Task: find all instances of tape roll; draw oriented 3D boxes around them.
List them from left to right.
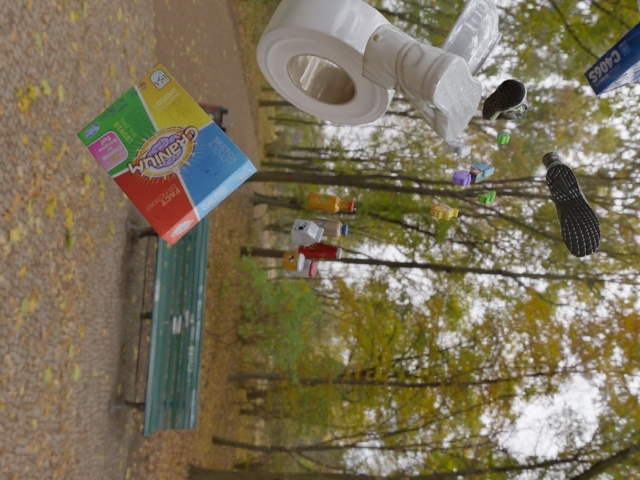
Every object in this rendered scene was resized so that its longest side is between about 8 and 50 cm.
[{"bbox_3d":[0.020,-0.352,1.072,0.286,0.286,0.100,104,8,-72],"label":"tape roll"}]

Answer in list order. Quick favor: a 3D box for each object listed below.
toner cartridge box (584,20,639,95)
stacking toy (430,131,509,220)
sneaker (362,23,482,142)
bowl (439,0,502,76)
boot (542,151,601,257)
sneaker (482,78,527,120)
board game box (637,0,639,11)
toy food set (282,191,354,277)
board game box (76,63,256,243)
[{"bbox_3d":[0.794,-0.475,1.262,0.348,0.165,0.075,109,-42,-76],"label":"toner cartridge box"},{"bbox_3d":[0.340,-0.151,1.219,0.052,0.221,0.166,32,-51,38],"label":"stacking toy"},{"bbox_3d":[0.168,-0.267,0.907,0.108,0.169,0.292,-55,159,6],"label":"sneaker"},{"bbox_3d":[0.438,-0.579,1.598,0.297,0.134,0.298,-59,179,-1],"label":"bowl"},{"bbox_3d":[0.612,-0.095,1.322,0.246,0.084,0.161,67,25,-10],"label":"boot"},{"bbox_3d":[0.521,-0.376,1.463,0.235,0.097,0.084,-143,-121,-86],"label":"sneaker"},{"bbox_3d":[0.452,-0.337,0.628,0.103,0.154,0.026,38,50,-46],"label":"board game box"},{"bbox_3d":[0.000,0.000,1.184,0.232,0.105,0.111,-69,164,-47],"label":"toy food set"},{"bbox_3d":[-0.329,-0.188,1.154,0.316,0.242,0.064,47,-3,15],"label":"board game box"}]
